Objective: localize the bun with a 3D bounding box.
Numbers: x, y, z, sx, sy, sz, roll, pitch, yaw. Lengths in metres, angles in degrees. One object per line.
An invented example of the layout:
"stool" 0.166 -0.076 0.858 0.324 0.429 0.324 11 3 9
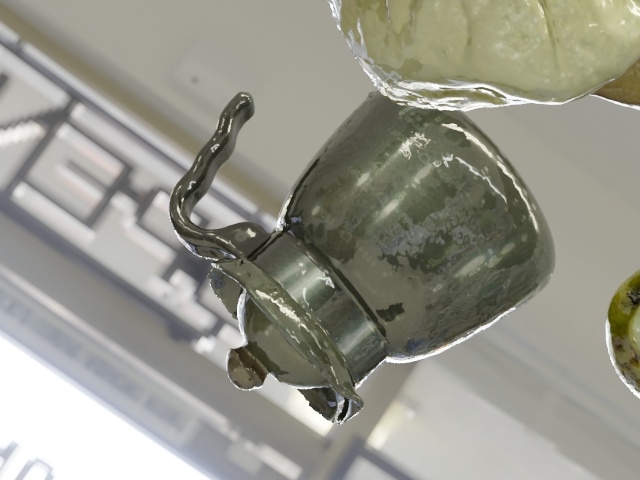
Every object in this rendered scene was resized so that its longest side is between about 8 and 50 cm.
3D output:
"bun" 0.097 -0.180 0.977 0.244 0.244 0.153 17 -26 45

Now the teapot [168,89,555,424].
"teapot" 0.007 0.000 1.668 0.305 0.285 0.223 49 -13 -1

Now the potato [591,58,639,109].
"potato" 0.285 -0.144 1.704 0.172 0.089 0.100 1 4 26

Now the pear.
"pear" 0.297 0.070 1.575 0.141 0.141 0.104 36 -1 -7
